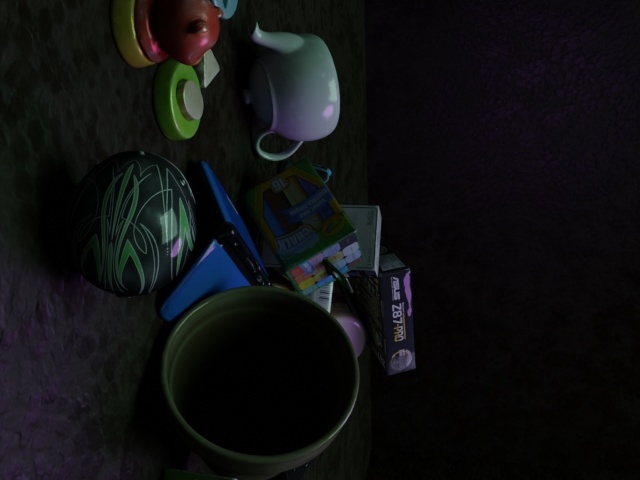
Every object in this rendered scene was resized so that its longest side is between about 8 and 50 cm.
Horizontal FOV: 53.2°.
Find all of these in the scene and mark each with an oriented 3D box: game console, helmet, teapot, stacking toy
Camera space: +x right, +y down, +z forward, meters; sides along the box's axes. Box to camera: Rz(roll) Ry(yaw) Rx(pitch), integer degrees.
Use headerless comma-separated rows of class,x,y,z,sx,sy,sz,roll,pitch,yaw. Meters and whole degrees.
game console,-0.213,0.041,1.204,0.293,0.173,0.250,70,-5,-63
helmet,-0.229,-0.018,0.781,0.161,0.170,0.169,109,-12,-70
teapot,-0.080,-0.326,1.416,0.252,0.187,0.256,168,-93,-75
stacking toy,-0.183,-0.322,1.021,0.279,0.130,0.309,79,18,-46

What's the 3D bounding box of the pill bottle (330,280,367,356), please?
pill bottle,0.016,0.208,1.830,0.301,0.169,0.169,-115,-161,-60

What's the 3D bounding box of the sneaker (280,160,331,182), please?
sneaker,-0.033,-0.055,1.772,0.125,0.140,0.340,-74,163,-55

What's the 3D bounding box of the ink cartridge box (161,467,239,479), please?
ink cartridge box,-0.133,0.473,1.108,0.188,0.255,0.097,72,23,-60

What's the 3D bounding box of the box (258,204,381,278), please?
box,0.000,0.000,1.576,0.087,0.290,0.169,60,33,-72

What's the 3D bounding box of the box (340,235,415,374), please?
box,0.146,0.139,1.808,0.395,0.097,0.318,-126,-152,-62

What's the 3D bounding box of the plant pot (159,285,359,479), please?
plant pot,-0.119,0.289,1.130,0.280,0.323,0.323,106,-2,-47

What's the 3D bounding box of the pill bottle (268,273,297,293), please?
pill bottle,-0.116,0.141,1.464,0.208,0.119,0.119,-26,118,-77

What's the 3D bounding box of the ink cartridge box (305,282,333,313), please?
ink cartridge box,-0.049,0.254,1.630,0.307,0.072,0.303,146,-50,-74

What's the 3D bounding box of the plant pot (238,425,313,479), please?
plant pot,-0.102,0.411,1.336,0.188,0.167,0.187,-49,145,-42

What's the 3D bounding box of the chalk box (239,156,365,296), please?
chalk box,-0.022,-0.001,1.421,0.289,0.179,0.180,59,-4,27
